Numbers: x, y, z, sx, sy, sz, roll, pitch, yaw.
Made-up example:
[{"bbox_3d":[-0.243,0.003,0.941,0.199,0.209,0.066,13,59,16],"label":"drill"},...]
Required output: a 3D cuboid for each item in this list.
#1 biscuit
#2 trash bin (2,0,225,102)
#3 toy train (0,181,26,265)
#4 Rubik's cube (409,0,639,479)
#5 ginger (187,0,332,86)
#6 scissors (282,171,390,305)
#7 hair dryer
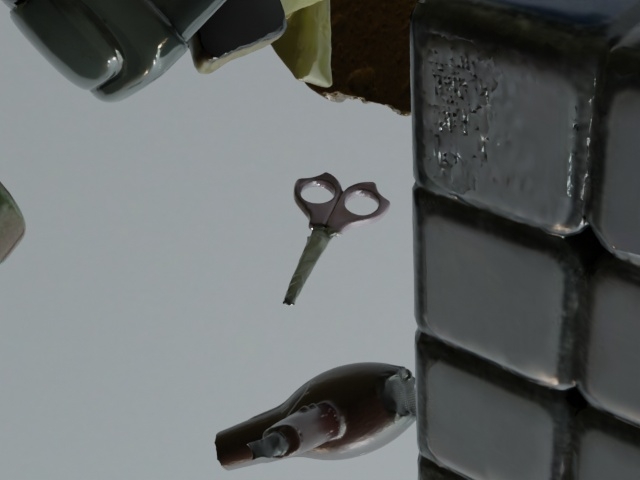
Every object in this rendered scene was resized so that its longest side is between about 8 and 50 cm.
[{"bbox_3d":[0.072,-0.224,1.393,0.320,0.047,0.183,41,-59,18],"label":"biscuit"},{"bbox_3d":[-0.083,-0.193,0.717,0.236,0.101,0.177,-44,-163,-1],"label":"trash bin"},{"bbox_3d":[-0.311,-0.056,0.709,0.159,0.129,0.326,0,-43,52],"label":"toy train"},{"bbox_3d":[0.266,0.015,0.555,0.337,0.344,0.343,23,-44,33],"label":"Rubik's cube"},{"bbox_3d":[-0.120,-0.281,0.972,0.211,0.413,0.358,-39,-156,58],"label":"ginger"},{"bbox_3d":[0.000,0.000,1.261,0.110,0.212,0.021,13,-44,13],"label":"scissors"},{"bbox_3d":[-0.053,0.252,1.519,0.313,0.340,0.123,-21,-97,22],"label":"hair dryer"}]
